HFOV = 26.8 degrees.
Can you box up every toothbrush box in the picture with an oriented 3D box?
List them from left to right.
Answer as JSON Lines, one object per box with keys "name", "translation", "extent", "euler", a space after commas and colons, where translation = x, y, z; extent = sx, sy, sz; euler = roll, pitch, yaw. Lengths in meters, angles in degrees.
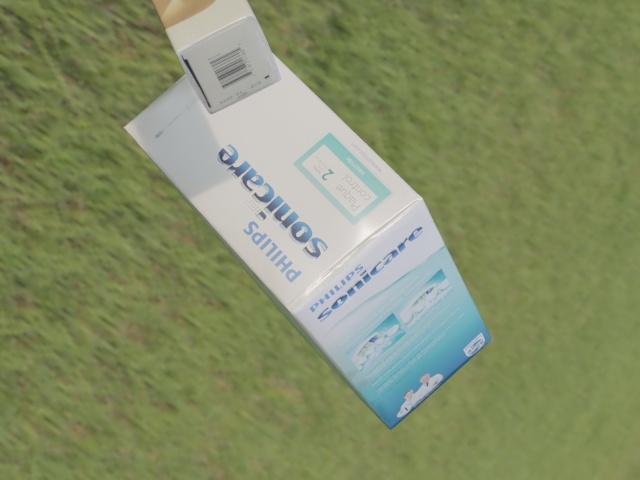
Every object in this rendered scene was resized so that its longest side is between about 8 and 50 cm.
{"name": "toothbrush box", "translation": [0.000, 0.000, 1.071], "extent": [0.126, 0.216, 0.295], "euler": [-42, 150, -3]}

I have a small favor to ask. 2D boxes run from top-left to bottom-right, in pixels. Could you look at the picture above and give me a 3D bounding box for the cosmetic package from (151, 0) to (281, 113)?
{"name": "cosmetic package", "translation": [-0.064, -0.125, 0.651], "extent": [0.041, 0.115, 0.060], "euler": [-26, 151, 0]}
